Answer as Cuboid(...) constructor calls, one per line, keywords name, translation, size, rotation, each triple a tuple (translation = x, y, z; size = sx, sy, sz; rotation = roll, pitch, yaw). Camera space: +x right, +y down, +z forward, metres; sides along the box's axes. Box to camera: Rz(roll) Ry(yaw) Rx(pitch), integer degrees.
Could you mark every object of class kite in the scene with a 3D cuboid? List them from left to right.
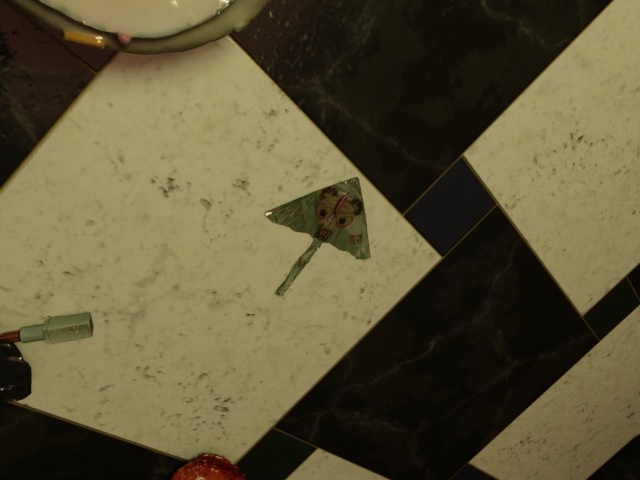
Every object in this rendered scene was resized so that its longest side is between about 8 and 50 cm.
Cuboid(name="kite", translation=(-0.001, -0.001, 0.783), size=(0.229, 0.012, 0.250), rotation=(26, 106, -30))

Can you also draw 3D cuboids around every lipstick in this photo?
Cuboid(name="lipstick", translation=(-0.411, 0.136, 0.677), size=(0.129, 0.030, 0.030), rotation=(-7, 119, -18))

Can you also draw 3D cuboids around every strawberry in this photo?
Cuboid(name="strawberry", translation=(-0.221, 0.491, 0.925), size=(0.121, 0.082, 0.188), rotation=(-33, 136, 21))

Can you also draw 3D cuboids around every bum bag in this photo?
Cuboid(name="bum bag", translation=(-0.540, 0.177, 0.631), size=(0.248, 0.060, 0.123), rotation=(4, 116, -22))

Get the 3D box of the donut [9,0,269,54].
Cuboid(name="donut", translation=(-0.185, -0.378, 0.424), size=(0.383, 0.142, 0.382), rotation=(-10, 119, -18))
